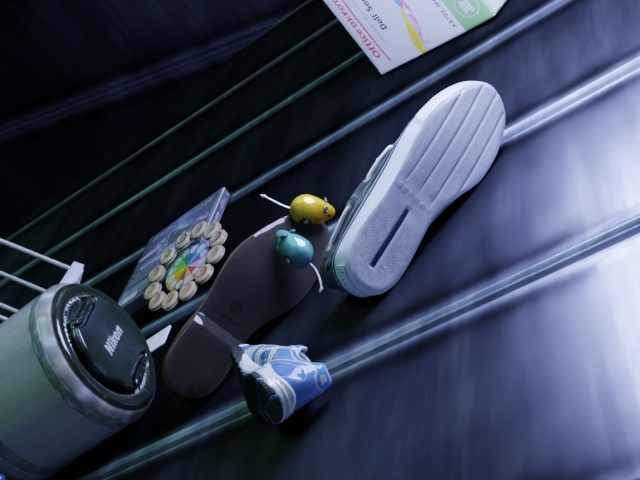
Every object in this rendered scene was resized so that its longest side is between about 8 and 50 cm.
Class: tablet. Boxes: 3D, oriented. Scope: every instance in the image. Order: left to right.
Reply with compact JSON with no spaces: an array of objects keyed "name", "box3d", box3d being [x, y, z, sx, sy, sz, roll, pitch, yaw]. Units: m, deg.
[{"name":"tablet","box3d":[-0.269,0.166,2.022,0.083,0.006,0.054,-34,19,22]}]

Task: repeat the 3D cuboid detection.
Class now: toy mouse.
[{"name":"toy mouse","box3d":[0.000,0.000,1.706,0.031,0.161,0.143,113,161,-54]}]

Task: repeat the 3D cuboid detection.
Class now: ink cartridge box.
[{"name":"ink cartridge box","box3d":[0.140,-0.428,2.254,0.353,0.207,0.119,-23,24,47]}]

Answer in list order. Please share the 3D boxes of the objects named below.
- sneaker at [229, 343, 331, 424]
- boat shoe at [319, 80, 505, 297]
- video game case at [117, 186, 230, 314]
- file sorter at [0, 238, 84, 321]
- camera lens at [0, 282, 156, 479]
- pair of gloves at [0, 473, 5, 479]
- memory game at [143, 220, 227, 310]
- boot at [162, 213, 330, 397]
[{"name":"sneaker","box3d":[-0.049,0.160,1.502,0.081,0.080,0.211,-23,15,-14]},{"name":"boat shoe","box3d":[0.103,-0.074,1.632,0.335,0.121,0.119,-50,24,-21]},{"name":"video game case","box3d":[-0.265,0.021,2.323,0.196,0.026,0.274,-33,19,24]},{"name":"file sorter","box3d":[-0.516,0.165,2.070,0.193,0.173,0.278,-69,1,-57]},{"name":"camera lens","box3d":[-0.386,0.206,1.816,0.274,0.219,0.219,-34,19,21]},{"name":"pair of gloves","box3d":[-0.478,0.373,1.747,0.198,0.159,0.023,-28,-10,37]},{"name":"memory game","box3d":[-0.226,0.041,2.151,0.186,0.012,0.186,-32,33,24]},{"name":"boot","box3d":[-0.109,0.081,1.751,0.305,0.112,0.115,-48,8,-14]}]
